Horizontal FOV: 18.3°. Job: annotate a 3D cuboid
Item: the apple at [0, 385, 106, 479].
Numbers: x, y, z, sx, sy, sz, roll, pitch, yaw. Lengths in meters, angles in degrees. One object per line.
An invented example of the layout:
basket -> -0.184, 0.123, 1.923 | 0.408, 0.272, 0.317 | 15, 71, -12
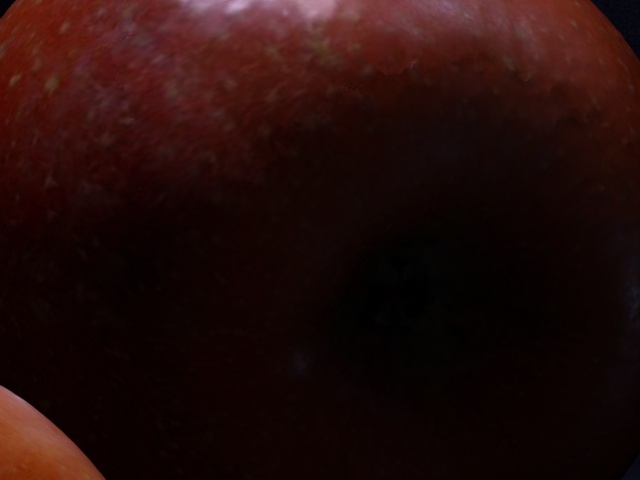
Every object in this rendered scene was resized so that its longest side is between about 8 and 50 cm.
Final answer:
apple -> -0.125, 0.107, 0.538 | 0.163, 0.163, 0.139 | -6, -9, 6

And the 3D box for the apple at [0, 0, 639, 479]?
apple -> 0.000, 0.000, 0.924 | 0.348, 0.349, 0.277 | -7, 19, -15
